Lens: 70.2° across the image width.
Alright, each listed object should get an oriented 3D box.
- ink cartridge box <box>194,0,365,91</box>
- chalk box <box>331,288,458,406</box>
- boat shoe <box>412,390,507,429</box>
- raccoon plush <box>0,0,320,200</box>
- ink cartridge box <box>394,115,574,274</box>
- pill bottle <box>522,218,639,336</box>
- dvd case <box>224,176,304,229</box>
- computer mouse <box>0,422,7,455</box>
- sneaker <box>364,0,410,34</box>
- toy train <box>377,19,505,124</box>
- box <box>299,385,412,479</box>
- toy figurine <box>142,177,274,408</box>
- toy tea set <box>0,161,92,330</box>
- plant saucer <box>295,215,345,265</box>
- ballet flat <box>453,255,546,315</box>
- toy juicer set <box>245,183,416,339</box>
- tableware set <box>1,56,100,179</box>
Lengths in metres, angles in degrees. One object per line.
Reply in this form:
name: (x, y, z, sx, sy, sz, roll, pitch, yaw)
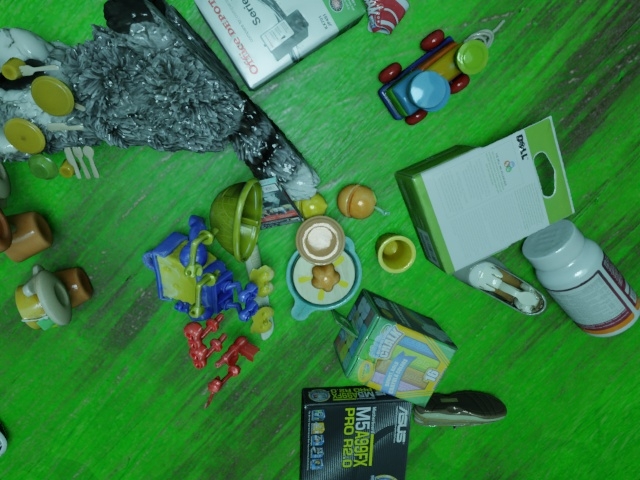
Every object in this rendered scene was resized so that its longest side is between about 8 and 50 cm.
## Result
ink cartridge box: (-0.062, -0.346, 0.688, 0.208, 0.087, 0.153, -34, 106, 3)
chalk box: (0.111, 0.186, 0.834, 0.213, 0.132, 0.132, 23, 101, -12)
boat shoe: (0.285, 0.359, 0.944, 0.189, 0.068, 0.072, 3, 117, 2)
raccoon plush: (-0.248, -0.139, 0.663, 0.299, 0.216, 0.446, -39, 104, 12)
ink cartridge box: (0.289, -0.082, 0.803, 0.255, 0.097, 0.189, -25, 106, -3)
pill bottle: (0.487, 0.070, 0.856, 0.121, 0.121, 0.221, -44, 105, 5)
dvd case: (-0.087, -0.055, 0.721, 0.087, 0.013, 0.119, -11, 152, 15)
computer mouse: (-0.642, 0.317, 0.819, 0.106, 0.042, 0.193, -38, 101, -1)
sneaker: (0.079, -0.378, 0.722, 0.118, 0.042, 0.067, 28, 97, -16)
toy train: (0.218, -0.286, 0.712, 0.248, 0.143, 0.105, -37, 107, 3)
box: (0.067, 0.430, 0.930, 0.216, 0.060, 0.270, 1, 105, -7)
toy figurine: (-0.213, 0.056, 0.710, 0.217, 0.191, 0.363, 22, 132, 20)
toy tea set: (-0.458, 0.035, 0.647, 0.124, 0.200, 0.336, -22, 133, -10)
plant saucer: (0.000, 0.000, 0.756, 0.083, 0.013, 0.084, 0, 88, 0)
ballet flat: (0.342, 0.079, 0.867, 0.213, 0.068, 0.072, 27, 100, -13)
toy juicer set: (-0.014, 0.029, 0.796, 0.328, 0.089, 0.209, -30, 107, 2)
tableware set: (-0.336, -0.142, 0.557, 0.103, 0.024, 0.154, -2, 128, 2)
